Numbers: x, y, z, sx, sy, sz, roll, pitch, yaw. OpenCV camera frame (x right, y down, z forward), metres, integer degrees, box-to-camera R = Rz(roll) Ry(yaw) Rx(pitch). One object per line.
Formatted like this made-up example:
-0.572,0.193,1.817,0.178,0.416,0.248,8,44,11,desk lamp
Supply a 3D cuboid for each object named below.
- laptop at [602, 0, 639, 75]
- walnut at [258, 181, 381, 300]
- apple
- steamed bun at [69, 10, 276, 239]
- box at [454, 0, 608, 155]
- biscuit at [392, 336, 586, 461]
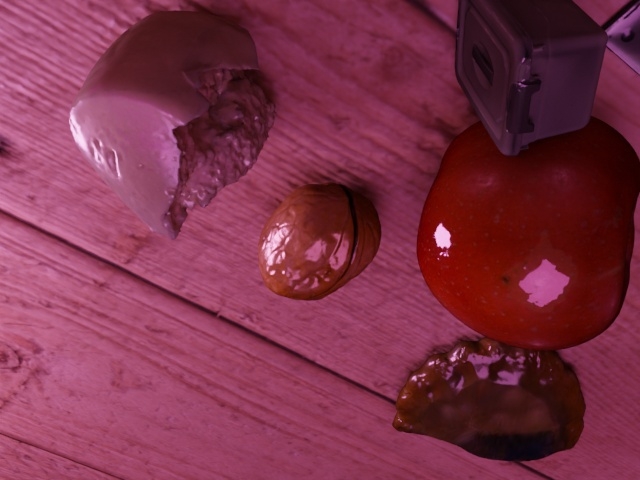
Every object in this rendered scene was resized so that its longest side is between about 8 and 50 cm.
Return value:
0.435,-0.238,0.617,0.187,0.015,0.269,30,131,-20,laptop
0.000,0.000,0.842,0.144,0.144,0.180,26,129,-16,walnut
0.226,-0.015,0.705,0.216,0.260,0.260,11,138,26,apple
-0.135,-0.127,0.671,0.170,0.226,0.200,-24,124,29,steamed bun
0.197,-0.176,0.620,0.092,0.172,0.124,-10,135,-2,box
0.285,0.296,1.129,0.335,0.078,0.329,-25,121,27,biscuit
